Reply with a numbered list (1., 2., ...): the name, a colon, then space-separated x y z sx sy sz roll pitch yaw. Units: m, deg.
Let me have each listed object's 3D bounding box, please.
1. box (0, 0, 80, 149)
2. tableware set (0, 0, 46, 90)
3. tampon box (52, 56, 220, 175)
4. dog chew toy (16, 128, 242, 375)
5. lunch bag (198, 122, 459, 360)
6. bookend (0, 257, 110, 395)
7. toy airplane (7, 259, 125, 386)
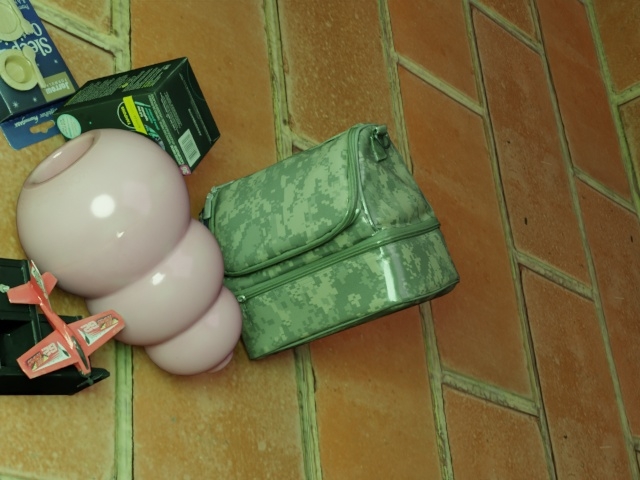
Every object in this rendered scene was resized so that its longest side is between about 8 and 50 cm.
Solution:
1. box: -0.392 -0.234 1.490 0.225 0.036 0.136 61 34 -5
2. tableware set: -0.410 -0.237 1.419 0.168 0.020 0.141 -13 80 -47
3. tampon box: -0.234 -0.146 1.503 0.120 0.161 0.101 67 30 -26
4. dog chew toy: -0.212 0.029 1.418 0.332 0.206 0.207 55 34 -25
5. lunch bag: 0.000 0.000 1.618 0.212 0.305 0.256 -12 81 -57
6. bookend: -0.331 0.090 1.320 0.157 0.072 0.156 10 60 -50
7. toy airplane: -0.287 0.093 1.284 0.151 0.028 0.151 24 53 -36
